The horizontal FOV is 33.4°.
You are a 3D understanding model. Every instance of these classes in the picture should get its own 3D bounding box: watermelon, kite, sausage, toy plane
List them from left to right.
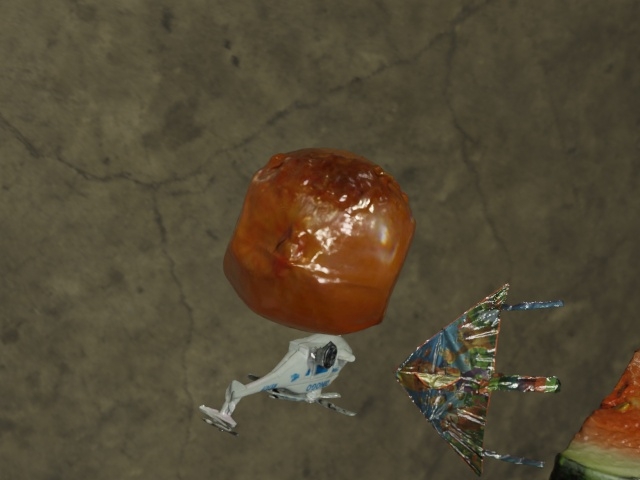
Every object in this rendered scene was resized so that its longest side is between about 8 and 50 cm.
[{"bbox_3d":[-0.052,0.174,1.417,0.273,0.182,0.107,0,105,-37],"label":"toy plane"},{"bbox_3d":[0.001,0.000,0.909,0.141,0.268,0.153,20,89,-1],"label":"sausage"},{"bbox_3d":[0.145,0.128,0.978,0.160,0.010,0.183,6,94,-7],"label":"kite"},{"bbox_3d":[0.207,0.151,0.653,0.137,0.193,0.145,57,39,-1],"label":"watermelon"}]
